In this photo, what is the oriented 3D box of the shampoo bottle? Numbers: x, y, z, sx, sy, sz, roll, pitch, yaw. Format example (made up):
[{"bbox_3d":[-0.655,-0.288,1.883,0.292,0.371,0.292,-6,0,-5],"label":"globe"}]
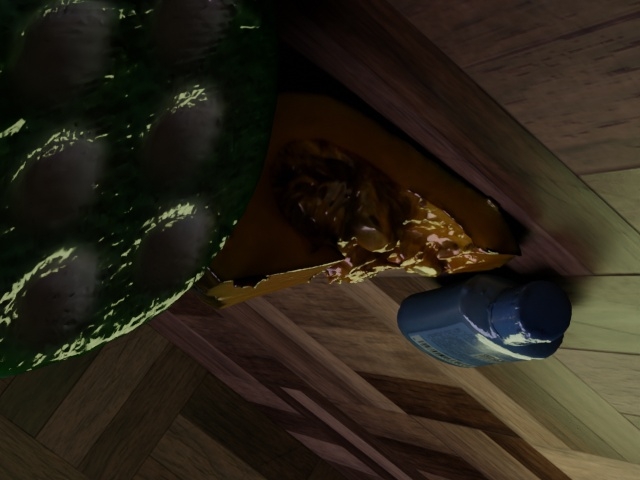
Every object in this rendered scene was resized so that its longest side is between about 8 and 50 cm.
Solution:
[{"bbox_3d":[0.152,0.074,1.181,0.104,0.061,0.258,28,167,-9],"label":"shampoo bottle"}]

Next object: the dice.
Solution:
[{"bbox_3d":[-0.222,-0.105,0.834,0.300,0.287,0.297,29,125,27],"label":"dice"}]

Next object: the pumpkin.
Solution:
[{"bbox_3d":[0.000,0.000,1.044,0.280,0.190,0.139,36,164,-4],"label":"pumpkin"}]
